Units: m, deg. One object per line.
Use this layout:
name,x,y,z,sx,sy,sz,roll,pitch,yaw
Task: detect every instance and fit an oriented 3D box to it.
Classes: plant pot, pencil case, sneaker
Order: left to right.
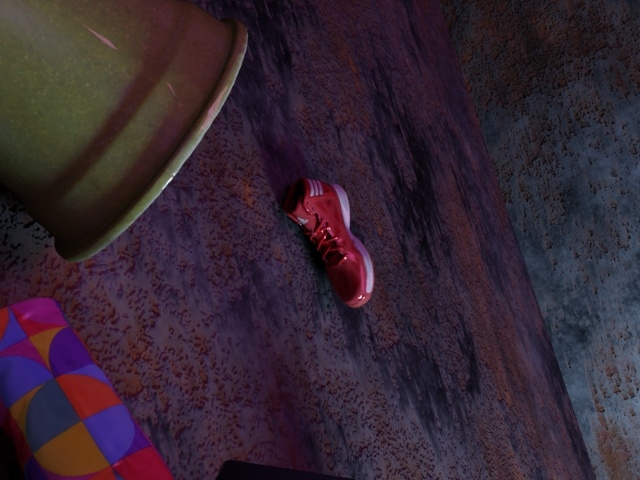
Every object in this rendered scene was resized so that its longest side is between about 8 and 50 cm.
plant pot,-0.247,-0.164,0.636,0.254,0.276,0.276,38,40,-29
pencil case,-0.198,0.158,0.581,0.236,0.104,0.104,53,23,19
sneaker,0.000,0.000,1.152,0.128,0.087,0.221,13,48,-48

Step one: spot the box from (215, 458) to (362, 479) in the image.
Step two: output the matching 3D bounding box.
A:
box,-0.032,0.417,0.573,0.312,0.178,0.343,-57,145,-56
